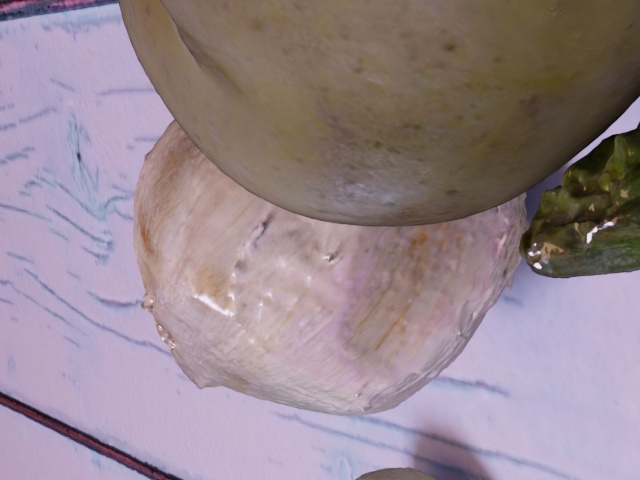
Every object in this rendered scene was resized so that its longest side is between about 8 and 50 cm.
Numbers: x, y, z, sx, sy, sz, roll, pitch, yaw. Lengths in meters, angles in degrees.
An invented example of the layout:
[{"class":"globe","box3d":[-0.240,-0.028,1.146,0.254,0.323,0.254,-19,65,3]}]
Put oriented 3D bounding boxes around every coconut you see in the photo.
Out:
[{"class":"coconut","box3d":[-0.002,-0.002,0.882,0.194,0.194,0.194,42,140,50]}]

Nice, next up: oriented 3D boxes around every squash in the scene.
[{"class":"squash","box3d":[0.137,-0.023,0.643,0.105,0.132,0.105,47,145,48]}]

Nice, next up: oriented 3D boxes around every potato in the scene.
[{"class":"potato","box3d":[0.044,-0.153,0.653,0.326,0.221,0.243,118,162,-49]}]

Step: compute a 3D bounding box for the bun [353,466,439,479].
[{"class":"bun","box3d":[0.054,0.181,1.013,0.115,0.069,0.115,0,90,49]}]
